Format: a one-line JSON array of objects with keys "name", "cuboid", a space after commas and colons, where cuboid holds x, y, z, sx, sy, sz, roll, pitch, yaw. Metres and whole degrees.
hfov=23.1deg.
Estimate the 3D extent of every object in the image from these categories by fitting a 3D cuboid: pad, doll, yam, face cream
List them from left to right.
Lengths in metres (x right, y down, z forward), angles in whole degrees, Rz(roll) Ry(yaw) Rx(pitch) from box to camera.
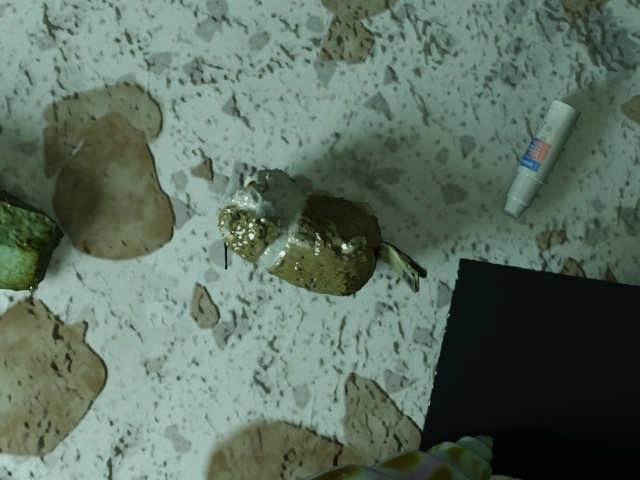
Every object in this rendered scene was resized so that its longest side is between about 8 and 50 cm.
[{"name": "yam", "cuboid": [-0.397, -0.030, 1.591, 0.259, 0.106, 0.106, 27, 91, -1]}, {"name": "doll", "cuboid": [0.004, -0.002, 1.599, 0.221, 0.105, 0.115, 14, 129, -2]}, {"name": "face cream", "cuboid": [0.229, -0.083, 1.640, 0.034, 0.034, 0.130, 27, 92, -2]}, {"name": "pad", "cuboid": [0.300, 0.156, 1.618, 0.368, 0.007, 0.247, 9, 113, -1]}]

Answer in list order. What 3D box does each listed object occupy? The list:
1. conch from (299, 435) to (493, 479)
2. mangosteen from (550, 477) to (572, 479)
[{"name": "conch", "cuboid": [0.038, 0.339, 1.569, 0.368, 0.197, 0.249, -25, 125, 0]}, {"name": "mangosteen", "cuboid": [0.269, 0.429, 1.540, 0.311, 0.311, 0.311, 0, 92, -2]}]
